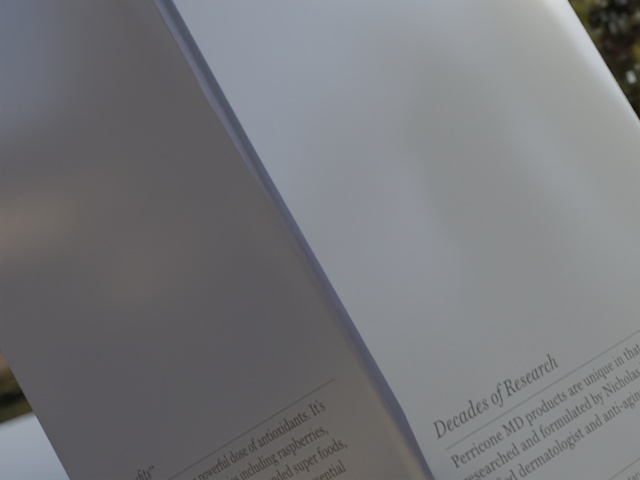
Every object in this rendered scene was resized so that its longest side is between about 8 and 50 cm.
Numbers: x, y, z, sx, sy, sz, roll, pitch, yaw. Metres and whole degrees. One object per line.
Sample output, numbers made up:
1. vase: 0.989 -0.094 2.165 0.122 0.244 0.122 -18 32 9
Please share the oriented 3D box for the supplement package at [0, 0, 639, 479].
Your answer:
1. supplement package: 0.000 0.000 0.527 0.175 0.293 0.177 -24 -8 -42
